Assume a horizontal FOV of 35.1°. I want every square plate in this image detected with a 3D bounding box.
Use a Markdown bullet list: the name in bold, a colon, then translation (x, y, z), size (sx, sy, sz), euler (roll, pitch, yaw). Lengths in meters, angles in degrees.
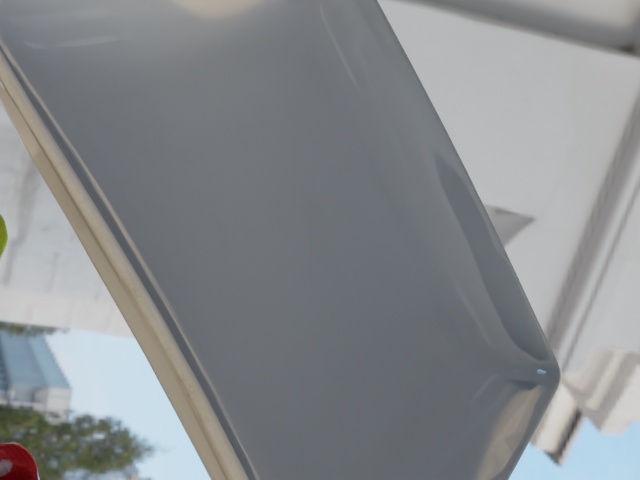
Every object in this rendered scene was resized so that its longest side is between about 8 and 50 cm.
- **square plate**: translation (0.000, 0.000, 0.542), size (0.049, 0.344, 0.347), euler (-24, -84, 31)

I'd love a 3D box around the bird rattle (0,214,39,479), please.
- **bird rattle**: translation (-0.222, 0.081, 0.424), size (0.143, 0.207, 0.253), euler (-35, -117, 53)
